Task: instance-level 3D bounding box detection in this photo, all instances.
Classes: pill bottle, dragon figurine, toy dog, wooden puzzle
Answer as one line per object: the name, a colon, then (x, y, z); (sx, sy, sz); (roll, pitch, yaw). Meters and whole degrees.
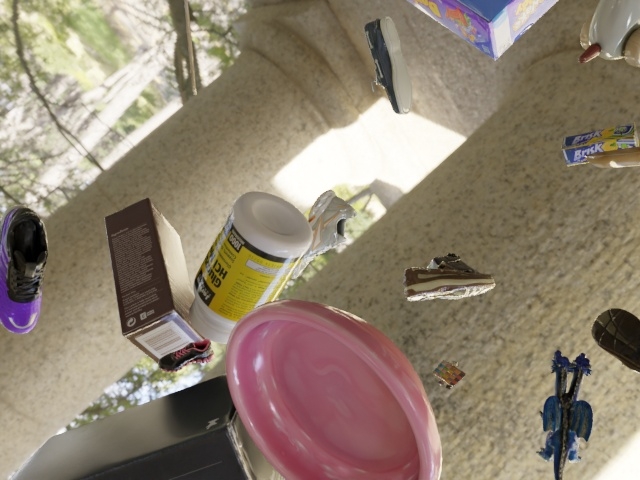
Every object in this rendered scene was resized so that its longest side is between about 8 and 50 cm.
pill bottle: (-0.169, 0.071, 1.348); (0.187, 0.334, 0.188); (23, -148, -15)
dragon figurine: (0.455, 0.342, 1.124); (0.085, 0.289, 0.144); (7, 136, 18)
toy dog: (0.584, -0.495, 1.224); (0.220, 0.160, 0.334); (19, 135, 66)
wooden puzzle: (0.243, 0.252, 1.147); (0.049, 0.006, 0.083); (34, 138, 7)

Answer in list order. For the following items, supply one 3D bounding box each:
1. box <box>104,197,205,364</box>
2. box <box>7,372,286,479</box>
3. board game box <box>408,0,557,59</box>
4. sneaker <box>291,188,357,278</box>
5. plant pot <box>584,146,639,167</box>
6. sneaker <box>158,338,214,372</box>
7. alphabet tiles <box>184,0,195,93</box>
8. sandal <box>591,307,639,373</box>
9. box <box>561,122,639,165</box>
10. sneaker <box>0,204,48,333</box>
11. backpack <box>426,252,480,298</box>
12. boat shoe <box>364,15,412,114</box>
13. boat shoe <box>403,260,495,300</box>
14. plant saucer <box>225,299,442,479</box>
box: (-0.419, 0.099, 1.525); (0.382, 0.143, 0.191); (64, 180, 37)
box: (-0.275, 0.567, 1.143); (0.297, 0.479, 0.472); (-84, -26, -80)
board game box: (0.197, -0.437, 0.837); (0.347, 0.233, 0.078); (48, -178, 29)
sneaker: (0.000, 0.000, 1.615); (0.121, 0.263, 0.099); (32, -172, 15)
plant pot: (0.708, -0.187, 1.325); (0.236, 0.236, 0.033); (-161, 61, -73)
sneaker: (-0.277, 0.233, 1.249); (0.047, 0.119, 0.057); (52, 144, 39)
alphabet tiles: (-0.301, -0.460, 1.388); (0.198, 0.009, 0.238); (-135, 40, -75)
sandal: (0.579, 0.201, 1.090); (0.060, 0.090, 0.219); (57, 174, -31)
box: (0.696, -0.237, 1.506); (0.168, 0.054, 0.059); (-9, 130, 35)
sneaker: (-0.663, 0.069, 1.341); (0.102, 0.294, 0.146); (-2, -175, -41)
backpack: (0.402, 0.115, 1.872); (0.181, 0.115, 0.152); (5, -155, -48)
boat shoe: (0.175, -0.450, 1.585); (0.079, 0.095, 0.255); (-8, 109, 34)
boat shoe: (0.343, 0.098, 1.615); (0.095, 0.257, 0.095); (122, 142, -60)
plant saucer: (0.018, 0.218, 0.806); (0.332, 0.084, 0.333); (20, 125, 31)
